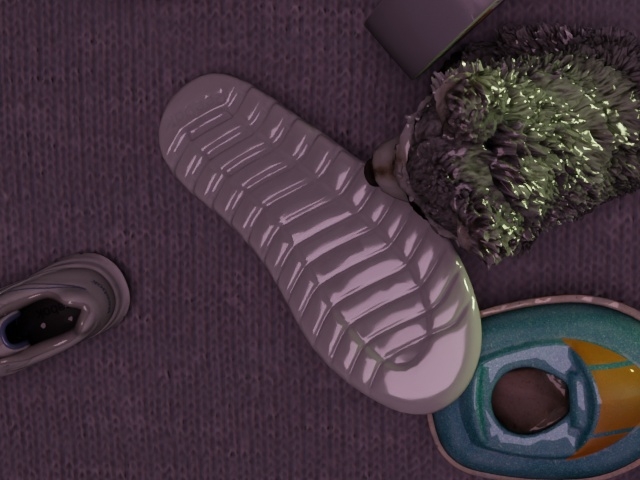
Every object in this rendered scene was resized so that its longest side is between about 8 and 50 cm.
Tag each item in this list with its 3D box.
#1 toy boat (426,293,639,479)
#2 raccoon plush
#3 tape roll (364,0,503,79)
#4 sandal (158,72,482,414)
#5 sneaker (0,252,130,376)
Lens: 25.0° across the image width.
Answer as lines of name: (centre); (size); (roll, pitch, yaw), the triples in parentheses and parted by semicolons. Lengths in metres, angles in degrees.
toy boat: (0.245, 0.212, 1.412); (0.267, 0.148, 0.318); (-9, 95, 5)
raccoon plush: (0.257, -0.129, 1.299); (0.446, 0.299, 0.216); (-28, 93, 6)
tape roll: (0.143, -0.247, 1.336); (0.219, 0.219, 0.072); (-42, 90, 7)
sandal: (0.012, -0.010, 1.433); (0.169, 0.102, 0.416); (-42, 77, 7)
sneaker: (-0.342, 0.096, 1.457); (0.297, 0.129, 0.111); (-25, 95, 8)
